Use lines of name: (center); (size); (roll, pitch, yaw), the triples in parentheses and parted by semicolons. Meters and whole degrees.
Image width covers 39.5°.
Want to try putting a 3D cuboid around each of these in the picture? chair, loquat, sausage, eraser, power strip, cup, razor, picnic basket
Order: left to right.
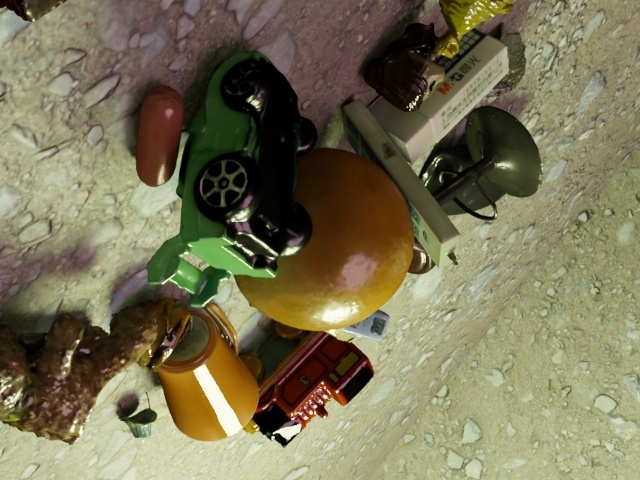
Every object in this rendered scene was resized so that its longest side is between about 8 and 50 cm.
picnic basket: (-0.354, 0.342, 1.728); (0.065, 0.083, 0.083); (-16, 101, -40)
sausage: (-0.228, -0.147, 1.262); (0.062, 0.062, 0.154); (-27, 146, -39)
cup: (-0.222, 0.237, 1.706); (0.264, 0.182, 0.226); (76, 25, -52)
loquat: (0.000, 0.000, 1.530); (0.328, 0.328, 0.328); (-37, 152, -24)
power strip: (0.143, -0.099, 1.590); (0.043, 0.367, 0.106); (-28, 153, -9)
eraser: (0.226, -0.289, 1.724); (0.287, 0.130, 0.086); (-43, 151, -12)
chair: (0.243, -0.089, 1.827); (0.401, 0.226, 0.227); (-34, 150, -23)
razor: (0.370, -0.155, 2.149); (0.349, 0.113, 0.204); (-19, 142, -47)

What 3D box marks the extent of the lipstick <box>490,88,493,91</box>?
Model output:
lipstick: (0.229, -0.251, 1.805); (0.264, 0.059, 0.059); (-36, 153, -3)

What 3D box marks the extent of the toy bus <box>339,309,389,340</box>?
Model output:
toy bus: (0.052, 0.143, 1.698); (0.167, 0.076, 0.073); (19, 90, -41)

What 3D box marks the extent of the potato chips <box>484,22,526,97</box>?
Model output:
potato chips: (0.370, -0.382, 1.912); (0.228, 0.059, 0.167); (3, 117, -53)

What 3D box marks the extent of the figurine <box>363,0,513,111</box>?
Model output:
figurine: (0.221, -0.366, 1.569); (0.168, 0.187, 0.315); (22, 111, -29)

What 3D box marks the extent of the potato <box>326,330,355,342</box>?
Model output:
potato: (0.010, 0.058, 1.754); (0.189, 0.211, 0.264); (-46, 154, 12)

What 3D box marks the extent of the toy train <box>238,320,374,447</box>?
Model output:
toy train: (-0.038, 0.291, 1.965); (0.369, 0.231, 0.163); (-45, 151, -12)

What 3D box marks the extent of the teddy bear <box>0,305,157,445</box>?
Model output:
teddy bear: (-0.418, 0.176, 1.325); (0.246, 0.222, 0.296); (-31, -158, 35)

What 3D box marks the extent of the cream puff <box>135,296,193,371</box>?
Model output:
cream puff: (-0.284, 0.155, 1.533); (0.133, 0.104, 0.119); (-53, -173, 22)

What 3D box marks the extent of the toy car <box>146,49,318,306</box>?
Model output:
toy car: (-0.126, -0.091, 1.316); (0.213, 0.176, 0.359); (39, 52, -62)

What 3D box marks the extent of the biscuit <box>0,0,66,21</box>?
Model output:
biscuit: (-0.203, -0.383, 0.976); (0.388, 0.073, 0.107); (-40, 151, -19)
